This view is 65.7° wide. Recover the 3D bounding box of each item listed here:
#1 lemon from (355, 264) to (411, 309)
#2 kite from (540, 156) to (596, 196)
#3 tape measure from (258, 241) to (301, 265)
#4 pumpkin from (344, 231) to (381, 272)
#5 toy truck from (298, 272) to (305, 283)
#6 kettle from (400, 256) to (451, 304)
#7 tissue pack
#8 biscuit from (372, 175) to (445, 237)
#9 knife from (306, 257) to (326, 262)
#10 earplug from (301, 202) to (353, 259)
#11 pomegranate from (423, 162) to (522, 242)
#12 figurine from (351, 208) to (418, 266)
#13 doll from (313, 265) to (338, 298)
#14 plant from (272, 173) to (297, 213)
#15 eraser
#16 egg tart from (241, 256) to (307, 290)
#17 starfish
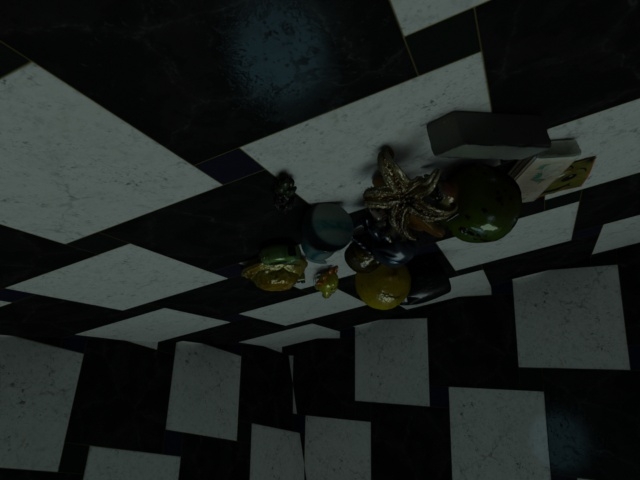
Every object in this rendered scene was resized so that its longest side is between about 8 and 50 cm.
[{"bbox_3d":[0.303,0.203,2.408,0.293,0.293,0.293,-9,159,-3],"label":"lemon"},{"bbox_3d":[0.910,-0.235,1.899,0.378,0.013,0.327,2,156,-28],"label":"kite"},{"bbox_3d":[-0.172,0.056,2.048,0.178,0.087,0.154,-9,172,0],"label":"tape measure"},{"bbox_3d":[0.192,0.041,2.094,0.219,0.162,0.219,-34,163,-12],"label":"pumpkin"},{"bbox_3d":[-0.118,0.190,2.483,0.083,0.049,0.054,-7,158,-11],"label":"toy truck"},{"bbox_3d":[0.489,0.220,2.591,0.290,0.268,0.207,-26,124,-4],"label":"kettle"},{"bbox_3d":[0.742,-0.231,1.735,0.170,0.071,0.325,-7,158,-8],"label":"tissue pack"},{"bbox_3d":[0.297,-0.122,1.693,0.340,0.047,0.216,39,171,-34],"label":"biscuit"},{"bbox_3d":[-0.025,0.074,2.247,0.080,0.044,0.331,-12,163,3],"label":"knife"},{"bbox_3d":[0.000,0.000,1.878,0.185,0.185,0.324,-6,164,-12],"label":"earplug"},{"bbox_3d":[0.495,-0.115,1.632,0.323,0.290,0.291,-7,161,-34],"label":"pomegranate"},{"bbox_3d":[0.231,-0.023,1.800,0.175,0.265,0.197,-40,169,-28],"label":"figurine"},{"bbox_3d":[0.034,0.206,2.523,0.143,0.135,0.221,-39,160,-18],"label":"doll"},{"bbox_3d":[-0.112,-0.151,1.558,0.087,0.085,0.174,-30,160,-19],"label":"plant"},{"bbox_3d":[0.477,-0.293,1.398,0.353,0.111,0.077,-3,158,-19],"label":"eraser"},{"bbox_3d":[-0.204,0.159,2.251,0.319,0.128,0.319,-7,161,-3],"label":"egg tart"},{"bbox_3d":[0.277,-0.134,1.502,0.303,0.113,0.312,28,142,-1],"label":"starfish"}]
